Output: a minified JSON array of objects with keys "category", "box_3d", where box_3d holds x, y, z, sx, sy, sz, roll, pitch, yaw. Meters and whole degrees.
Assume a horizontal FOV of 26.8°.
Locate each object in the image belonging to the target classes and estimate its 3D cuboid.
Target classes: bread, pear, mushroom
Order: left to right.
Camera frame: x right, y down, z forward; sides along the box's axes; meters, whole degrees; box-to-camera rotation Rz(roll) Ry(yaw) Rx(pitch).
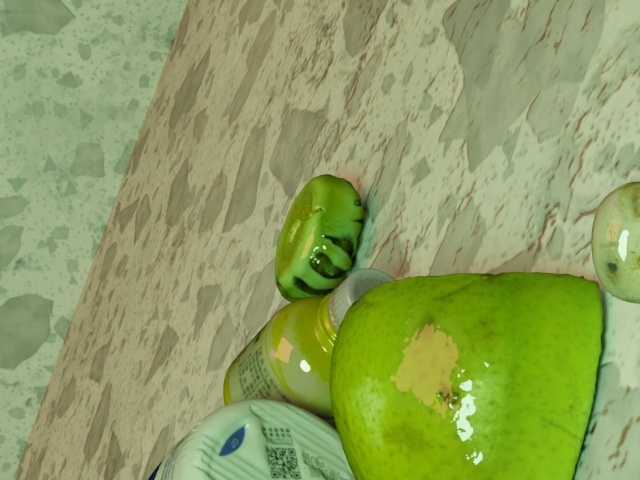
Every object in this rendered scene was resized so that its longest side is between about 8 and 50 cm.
[{"category":"bread","box_3d":[0.000,0.000,1.452,0.130,0.071,0.139,-42,33,47]},{"category":"pear","box_3d":[0.083,0.158,1.040,0.288,0.139,0.239,-31,55,59]},{"category":"mushroom","box_3d":[0.218,0.002,0.912,0.083,0.067,0.084,6,-90,-77]}]

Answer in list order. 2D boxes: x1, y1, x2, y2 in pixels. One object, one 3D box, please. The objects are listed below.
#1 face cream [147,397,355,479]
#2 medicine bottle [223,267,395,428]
[{"category":"face cream","box_3d":[-0.047,0.242,1.162,0.111,0.206,0.206,-51,28,40]},{"category":"medicine bottle","box_3d":[0.002,0.109,1.279,0.212,0.121,0.122,-49,29,44]}]
